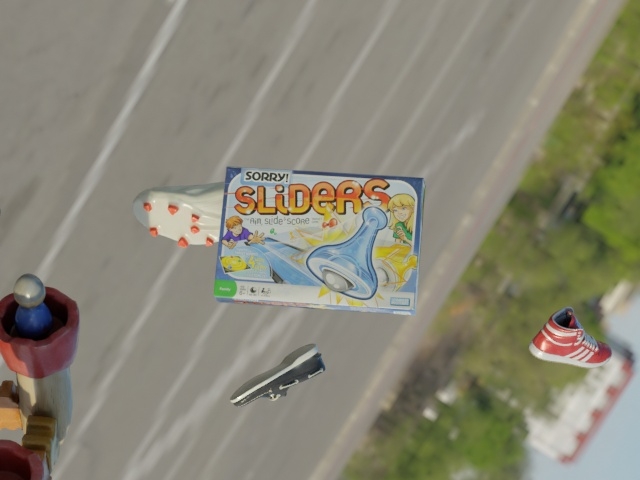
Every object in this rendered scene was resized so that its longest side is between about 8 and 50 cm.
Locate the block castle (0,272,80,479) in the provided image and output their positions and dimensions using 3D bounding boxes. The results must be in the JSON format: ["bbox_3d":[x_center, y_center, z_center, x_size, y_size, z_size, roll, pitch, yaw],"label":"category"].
[{"bbox_3d":[-0.460,0.170,1.635,0.303,0.453,0.213,-86,178,-52],"label":"block castle"}]

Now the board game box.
[{"bbox_3d":[0.000,0.000,1.778,0.035,0.201,0.136,63,31,-76],"label":"board game box"}]

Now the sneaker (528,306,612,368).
[{"bbox_3d":[0.319,0.118,2.181,0.067,0.118,0.042,-63,-145,34],"label":"sneaker"}]

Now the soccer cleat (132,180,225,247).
[{"bbox_3d":[-0.101,-0.035,1.887,0.076,0.196,0.068,-69,157,-45],"label":"soccer cleat"}]

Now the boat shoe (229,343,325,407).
[{"bbox_3d":[-0.049,0.168,2.111,0.125,0.038,0.046,-32,-167,-24],"label":"boat shoe"}]
